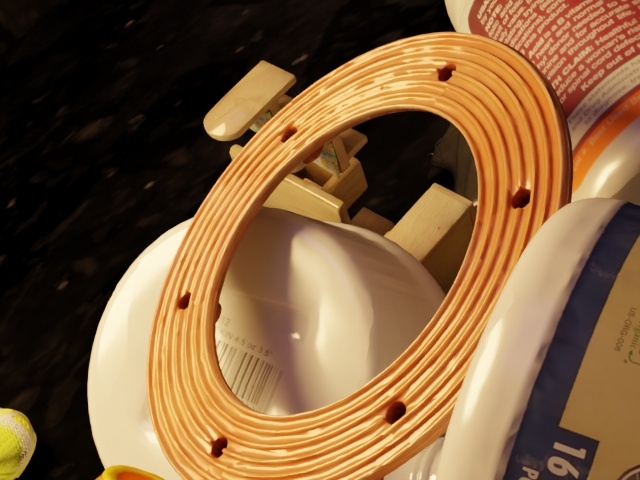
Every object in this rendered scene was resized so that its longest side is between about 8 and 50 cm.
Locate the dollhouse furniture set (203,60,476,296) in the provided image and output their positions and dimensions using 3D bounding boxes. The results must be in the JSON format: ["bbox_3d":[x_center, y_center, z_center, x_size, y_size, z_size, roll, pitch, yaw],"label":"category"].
[{"bbox_3d":[0.000,0.000,1.168,0.242,0.212,0.161,30,66,33],"label":"dollhouse furniture set"}]

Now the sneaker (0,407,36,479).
[{"bbox_3d":[-0.389,0.260,1.341,0.240,0.091,0.126,-37,10,-2],"label":"sneaker"}]

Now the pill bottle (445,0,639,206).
[{"bbox_3d":[0.238,-0.125,1.015,0.224,0.224,0.392,-30,39,10],"label":"pill bottle"}]

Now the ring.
[{"bbox_3d":[0.017,0.014,0.816,0.336,0.032,0.337,-30,41,30],"label":"ring"}]

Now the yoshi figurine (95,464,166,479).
[{"bbox_3d":[-0.122,0.334,0.790,0.203,0.203,0.362,-91,26,-82],"label":"yoshi figurine"}]

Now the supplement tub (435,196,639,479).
[{"bbox_3d":[0.230,0.127,0.595,0.316,0.228,0.228,19,53,21],"label":"supplement tub"}]

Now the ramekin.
[{"bbox_3d":[-0.041,0.106,0.976,0.277,0.135,0.277,-7,75,26],"label":"ramekin"}]

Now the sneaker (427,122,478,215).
[{"bbox_3d":[0.165,-0.102,1.255,0.130,0.109,0.286,-27,27,28],"label":"sneaker"}]

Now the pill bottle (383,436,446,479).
[{"bbox_3d":[0.156,0.162,0.833,0.221,0.124,0.124,-14,35,36],"label":"pill bottle"}]
